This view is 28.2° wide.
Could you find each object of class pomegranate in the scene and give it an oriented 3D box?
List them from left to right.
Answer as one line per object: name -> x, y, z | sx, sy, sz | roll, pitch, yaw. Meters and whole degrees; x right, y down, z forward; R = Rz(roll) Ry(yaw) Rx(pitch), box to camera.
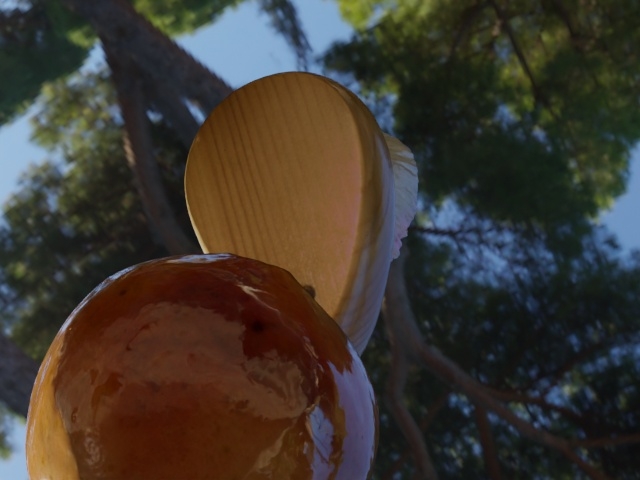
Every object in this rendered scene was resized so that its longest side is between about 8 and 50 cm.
pomegranate -> -0.063, 0.108, 0.732 | 0.209, 0.209, 0.209 | -18, -140, 16

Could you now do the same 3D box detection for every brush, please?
brush -> 0.000, 0.000, 1.063 | 0.174, 0.166, 0.266 | -22, -121, 17
